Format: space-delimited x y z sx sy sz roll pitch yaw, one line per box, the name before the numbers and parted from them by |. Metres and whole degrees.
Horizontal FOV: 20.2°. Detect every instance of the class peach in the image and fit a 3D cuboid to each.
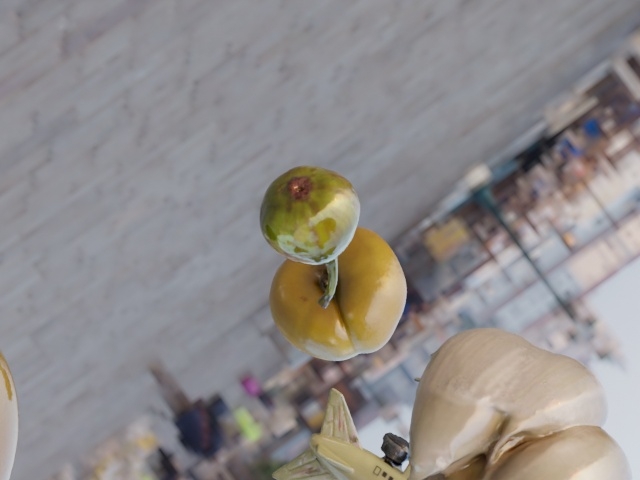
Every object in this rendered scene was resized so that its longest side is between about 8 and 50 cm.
peach | 0.022 0.069 2.255 0.179 0.179 0.103 -37 149 9

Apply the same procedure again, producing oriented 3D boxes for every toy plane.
toy plane | 0.082 0.258 1.791 0.229 0.244 0.092 -55 -173 7

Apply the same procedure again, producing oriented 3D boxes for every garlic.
garlic | 0.159 0.220 1.388 0.185 0.281 0.203 15 -159 37

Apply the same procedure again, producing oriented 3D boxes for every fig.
fig | -0.012 -0.009 1.629 0.093 0.093 0.166 -35 163 -14

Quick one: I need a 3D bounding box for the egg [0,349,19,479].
egg | -0.426 0.213 1.732 0.322 0.250 0.250 -60 177 -2
